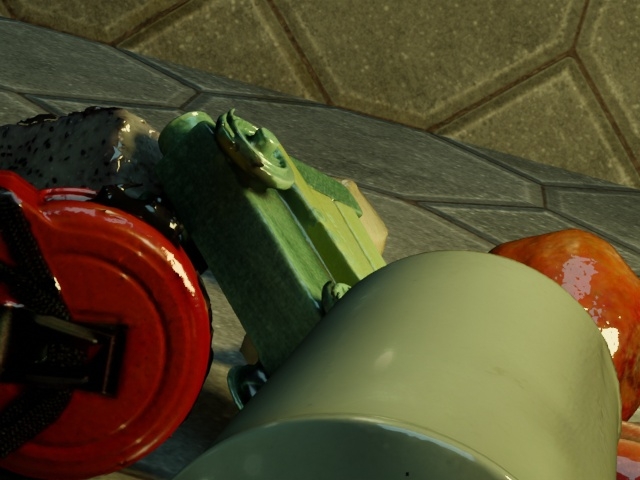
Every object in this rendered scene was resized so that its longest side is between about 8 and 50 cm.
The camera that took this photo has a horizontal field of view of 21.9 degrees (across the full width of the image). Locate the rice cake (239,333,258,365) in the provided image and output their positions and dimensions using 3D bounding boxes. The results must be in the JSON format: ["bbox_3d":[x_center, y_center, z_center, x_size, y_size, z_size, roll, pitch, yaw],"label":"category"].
[{"bbox_3d":[0.014,0.108,1.780,0.052,0.057,0.256,28,19,36],"label":"rice cake"}]

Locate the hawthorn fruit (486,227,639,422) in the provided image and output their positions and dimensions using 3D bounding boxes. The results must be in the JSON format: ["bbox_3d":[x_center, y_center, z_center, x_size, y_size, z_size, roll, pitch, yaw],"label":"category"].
[{"bbox_3d":[0.249,0.113,1.709,0.224,0.224,0.261,15,27,1],"label":"hawthorn fruit"}]

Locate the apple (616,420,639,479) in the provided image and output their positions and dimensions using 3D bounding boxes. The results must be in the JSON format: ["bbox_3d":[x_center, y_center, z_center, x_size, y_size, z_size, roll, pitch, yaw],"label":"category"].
[{"bbox_3d":[0.229,0.232,1.346,0.201,0.162,0.201,8,5,-1],"label":"apple"}]

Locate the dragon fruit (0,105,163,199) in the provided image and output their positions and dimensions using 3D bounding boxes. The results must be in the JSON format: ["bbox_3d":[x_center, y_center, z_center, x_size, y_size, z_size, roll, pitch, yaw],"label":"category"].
[{"bbox_3d":[-0.259,0.006,1.653,0.283,0.204,0.221,-2,-26,33],"label":"dragon fruit"}]

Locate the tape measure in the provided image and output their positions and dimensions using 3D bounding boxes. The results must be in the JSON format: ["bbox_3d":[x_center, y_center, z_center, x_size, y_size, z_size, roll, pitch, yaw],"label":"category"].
[{"bbox_3d":[-0.213,0.066,1.329,0.260,0.253,0.114,7,11,-10],"label":"tape measure"}]

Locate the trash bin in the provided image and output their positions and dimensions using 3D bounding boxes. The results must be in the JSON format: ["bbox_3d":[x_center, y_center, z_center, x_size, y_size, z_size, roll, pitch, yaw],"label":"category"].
[{"bbox_3d":[0.054,0.183,1.036,0.280,0.280,0.432,17,20,8],"label":"trash bin"}]

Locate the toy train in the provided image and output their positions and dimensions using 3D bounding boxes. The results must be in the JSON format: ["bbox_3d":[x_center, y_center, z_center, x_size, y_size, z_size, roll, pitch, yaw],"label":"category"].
[{"bbox_3d":[-0.011,0.050,1.502,0.253,0.160,0.397,23,29,-53],"label":"toy train"}]

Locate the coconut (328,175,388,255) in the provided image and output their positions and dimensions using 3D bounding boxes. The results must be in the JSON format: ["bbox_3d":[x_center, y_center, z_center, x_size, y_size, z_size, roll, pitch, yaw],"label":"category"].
[{"bbox_3d":[-0.003,-0.001,1.960,0.161,0.162,0.161,14,14,-4],"label":"coconut"}]
